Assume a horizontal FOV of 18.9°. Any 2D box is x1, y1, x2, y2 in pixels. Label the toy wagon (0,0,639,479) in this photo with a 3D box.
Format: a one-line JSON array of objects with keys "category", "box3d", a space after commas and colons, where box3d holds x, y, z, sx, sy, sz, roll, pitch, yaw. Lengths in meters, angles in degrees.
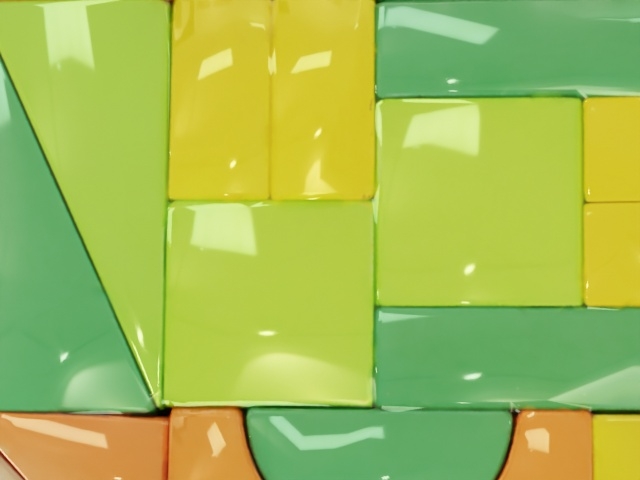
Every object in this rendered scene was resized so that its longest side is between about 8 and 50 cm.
[{"category": "toy wagon", "box3d": [0.000, 0.000, 0.480, 0.344, 0.068, 0.267, 0, 82, 4]}]
